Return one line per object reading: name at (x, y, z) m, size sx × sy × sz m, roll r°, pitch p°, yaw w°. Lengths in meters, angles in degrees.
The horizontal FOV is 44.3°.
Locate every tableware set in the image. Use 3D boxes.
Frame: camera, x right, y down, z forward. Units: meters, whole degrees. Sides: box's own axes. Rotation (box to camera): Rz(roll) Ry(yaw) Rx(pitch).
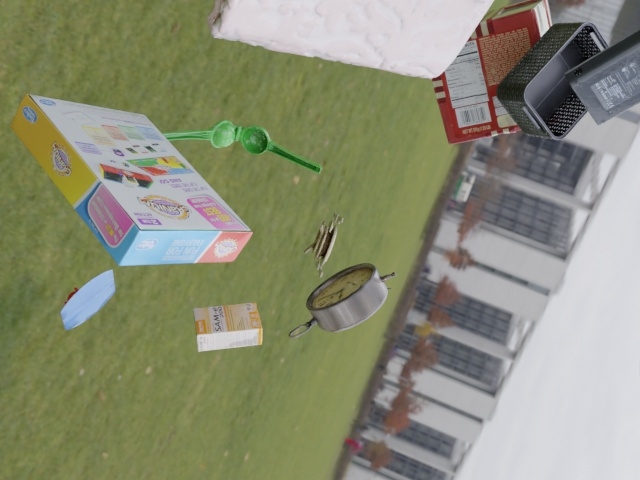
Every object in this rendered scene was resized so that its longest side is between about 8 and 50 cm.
tableware set at (0.000, 0.000, 1.636) m, size 0.194 × 0.039 × 0.128 m, roll -120°, pitch -130°, yaw -83°

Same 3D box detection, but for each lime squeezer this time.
lime squeezer at (-0.157, -0.181, 1.486) m, size 0.110 × 0.310 × 0.059 m, roll -98°, pitch -154°, yaw -42°

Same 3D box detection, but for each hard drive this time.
hard drive at (0.359, -0.194, 0.892) m, size 0.094 × 0.135 × 0.022 m, roll 36°, pitch 34°, yaw -43°

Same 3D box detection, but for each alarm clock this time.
alarm clock at (0.029, 0.106, 1.274) m, size 0.192 × 0.064 × 0.129 m, roll -31°, pitch -164°, yaw -14°

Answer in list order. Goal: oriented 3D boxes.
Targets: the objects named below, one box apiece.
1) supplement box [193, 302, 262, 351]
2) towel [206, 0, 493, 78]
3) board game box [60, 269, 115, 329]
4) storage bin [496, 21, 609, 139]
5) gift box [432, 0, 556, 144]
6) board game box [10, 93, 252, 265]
supplement box at (-0.142, 0.131, 1.201) m, size 0.062 × 0.098 × 0.036 m, roll -111°, pitch -160°, yaw -50°
towel at (0.072, -0.333, 0.897) m, size 0.317 × 0.332 × 0.053 m, roll -58°, pitch -142°, yaw 42°
board game box at (-0.488, 0.114, 1.622) m, size 0.133 × 0.033 × 0.168 m, roll -42°, pitch 167°, yaw -26°
storage bin at (0.407, -0.273, 1.346) m, size 0.180 × 0.122 × 0.084 m, roll -47°, pitch -155°, yaw -5°
gift box at (0.355, -0.328, 1.597) m, size 0.258 × 0.255 × 0.276 m, roll -48°, pitch 130°, yaw -60°
board game box at (-0.285, -0.091, 1.199) m, size 0.242 × 0.316 × 0.064 m, roll 1°, pitch 130°, yaw -56°
